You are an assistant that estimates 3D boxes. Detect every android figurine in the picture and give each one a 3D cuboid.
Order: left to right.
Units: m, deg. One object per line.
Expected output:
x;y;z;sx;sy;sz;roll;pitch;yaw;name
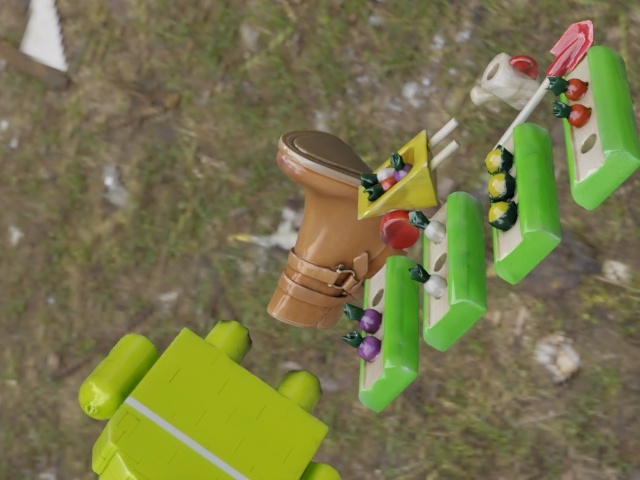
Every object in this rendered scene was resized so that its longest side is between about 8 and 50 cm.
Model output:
-0.098;0.182;1.355;0.248;0.273;0.056;34;128;-1;android figurine

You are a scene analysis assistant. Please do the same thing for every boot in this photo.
0.000;0.000;1.246;0.152;0.197;0.073;-50;48;14;boot

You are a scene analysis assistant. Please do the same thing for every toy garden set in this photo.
0.091;-0.041;0.958;0.244;0.049;0.204;-48;22;33;toy garden set
